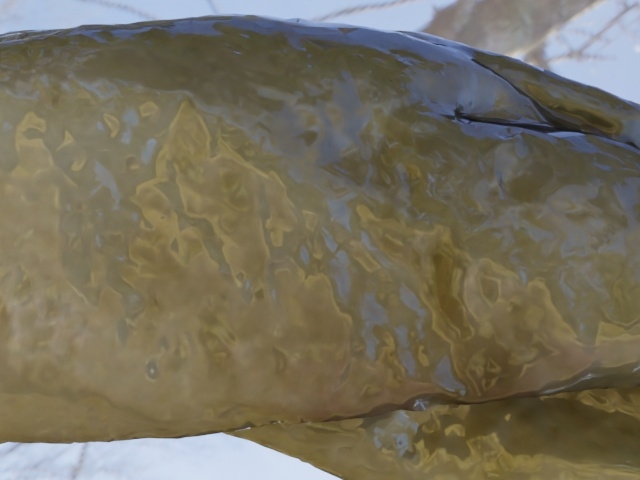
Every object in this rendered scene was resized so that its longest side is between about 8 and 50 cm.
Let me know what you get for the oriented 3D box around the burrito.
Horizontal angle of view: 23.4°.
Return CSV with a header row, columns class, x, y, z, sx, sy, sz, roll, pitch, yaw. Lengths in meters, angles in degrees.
class,x,y,z,sx,sy,sz,roll,pitch,yaw
burrito,0.001,0.000,0.476,0.331,0.190,0.135,16,-60,-14
